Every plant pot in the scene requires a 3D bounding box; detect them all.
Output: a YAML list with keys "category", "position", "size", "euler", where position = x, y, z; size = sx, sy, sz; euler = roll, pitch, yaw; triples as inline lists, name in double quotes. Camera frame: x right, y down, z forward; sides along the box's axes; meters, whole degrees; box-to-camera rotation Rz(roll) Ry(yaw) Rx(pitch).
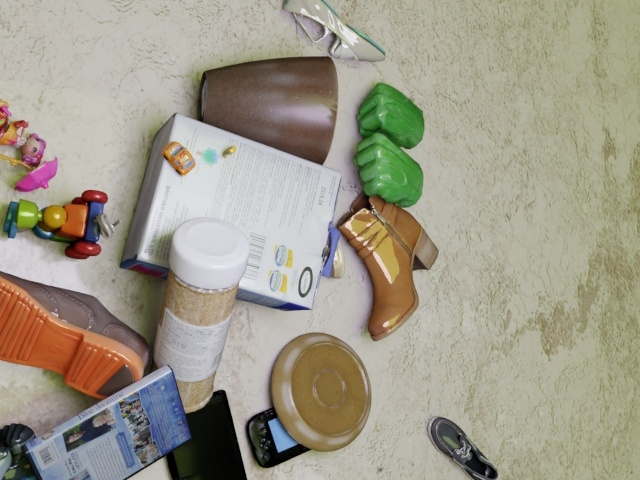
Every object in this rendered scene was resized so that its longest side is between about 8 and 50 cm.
- category: "plant pot"
  position: [-0.108, -0.251, 1.502]
  size: [0.230, 0.215, 0.215]
  euler: [4, 84, -17]
- category: "plant pot"
  position: [0.013, 0.294, 1.581]
  size: [0.236, 0.032, 0.236]
  euler: [14, 65, -32]

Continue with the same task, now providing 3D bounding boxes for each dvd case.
- category: "dvd case"
  position: [-0.334, 0.326, 1.294]
  size: [0.253, 0.022, 0.180]
  euler: [-28, 134, -26]

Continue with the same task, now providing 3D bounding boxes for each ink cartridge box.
- category: "ink cartridge box"
  position: [-0.130, -0.029, 1.463]
  size: [0.395, 0.151, 0.270]
  euler: [17, 78, -21]

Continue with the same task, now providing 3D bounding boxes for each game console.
- category: "game console"
  position: [-0.118, 0.368, 1.521]
  size: [0.361, 0.044, 0.213]
  euler: [-16, 94, -32]

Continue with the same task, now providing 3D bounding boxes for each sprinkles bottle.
- category: "sprinkles bottle"
  position: [-0.207, 0.132, 1.321]
  size: [0.121, 0.121, 0.355]
  euler: [-10, 135, -32]

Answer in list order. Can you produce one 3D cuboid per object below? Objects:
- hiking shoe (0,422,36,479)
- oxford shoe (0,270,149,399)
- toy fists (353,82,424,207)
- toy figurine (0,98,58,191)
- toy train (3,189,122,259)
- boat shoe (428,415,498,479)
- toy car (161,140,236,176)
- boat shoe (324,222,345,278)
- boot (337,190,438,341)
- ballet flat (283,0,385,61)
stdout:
- category: "hiking shoe"
  position: [-0.534, 0.426, 1.222]
  size: [0.304, 0.113, 0.132]
  euler: [-42, 114, -23]
- category: "oxford shoe"
  position: [-0.450, 0.131, 1.312]
  size: [0.364, 0.133, 0.130]
  euler: [33, 112, -13]
- category: "toy fists"
  position: [0.138, -0.203, 1.668]
  size: [0.142, 0.096, 0.279]
  euler: [32, 52, -39]
- category: "toy figurine"
  position: [-0.504, -0.152, 1.309]
  size: [0.159, 0.130, 0.173]
  euler: [32, 45, -39]
- category: "toy train"
  position: [-0.410, -0.035, 1.259]
  size: [0.143, 0.248, 0.105]
  euler: [9, 81, -26]
- category: "boat shoe"
  position: [0.318, 0.459, 1.766]
  size: [0.206, 0.065, 0.075]
  euler: [48, 64, -19]
- category: "toy car"
  position: [-0.200, -0.153, 1.340]
  size: [0.122, 0.040, 0.060]
  euler: [-27, 96, -24]
- category: "boat shoe"
  position: [0.000, 0.000, 1.617]
  size: [0.059, 0.063, 0.170]
  euler: [-14, 84, -29]
- category: "boot"
  position: [0.119, 0.042, 1.651]
  size: [0.220, 0.109, 0.283]
  euler: [44, 63, -22]
- category: "ballet flat"
  position: [0.025, -0.429, 1.664]
  size: [0.248, 0.086, 0.086]
  euler: [36, 69, -23]
